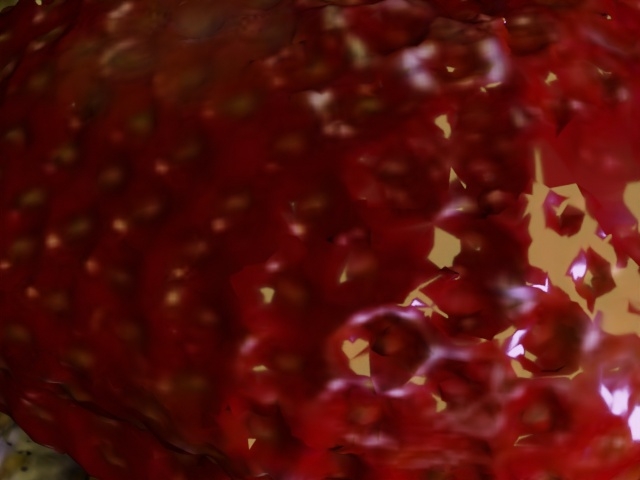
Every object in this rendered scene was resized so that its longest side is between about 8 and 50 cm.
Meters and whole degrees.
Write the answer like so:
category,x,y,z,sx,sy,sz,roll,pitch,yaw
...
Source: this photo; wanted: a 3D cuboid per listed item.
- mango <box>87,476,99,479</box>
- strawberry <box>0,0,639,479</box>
category,x,y,z,sx,sy,sz,roll,pitch,yaw
mango,-0.011,0.189,0.626,0.157,0.109,0.262,-20,99,-32
strawberry,0.000,0.000,0.532,0.288,0.250,0.238,6,49,-9
